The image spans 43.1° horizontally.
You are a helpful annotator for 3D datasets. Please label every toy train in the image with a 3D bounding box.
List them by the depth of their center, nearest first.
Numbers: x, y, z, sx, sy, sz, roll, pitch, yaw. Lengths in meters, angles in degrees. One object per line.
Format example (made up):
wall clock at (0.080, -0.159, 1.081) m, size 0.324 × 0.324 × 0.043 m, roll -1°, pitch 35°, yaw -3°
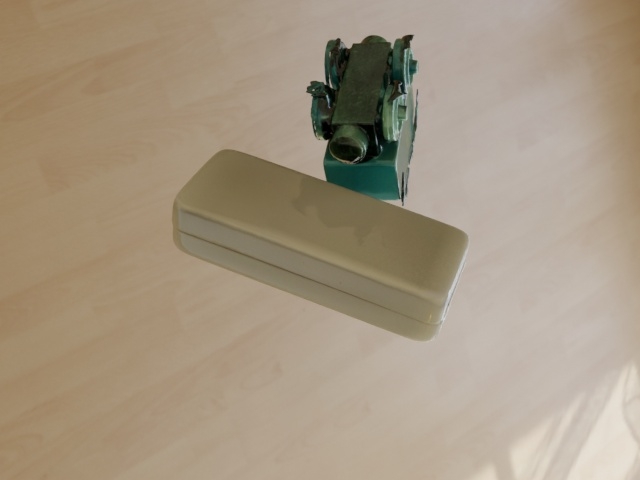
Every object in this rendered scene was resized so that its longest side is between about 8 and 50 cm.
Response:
toy train at (0.059, -0.147, 0.976) m, size 0.163 × 0.112 × 0.203 m, roll 77°, pitch 22°, yaw -47°

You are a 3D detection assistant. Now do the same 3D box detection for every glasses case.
glasses case at (0.000, 0.000, 0.891) m, size 0.131 × 0.313 × 0.070 m, roll -58°, pitch 164°, yaw -48°
